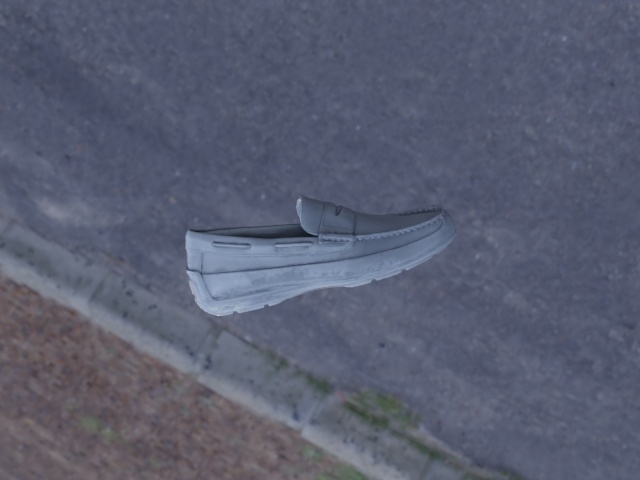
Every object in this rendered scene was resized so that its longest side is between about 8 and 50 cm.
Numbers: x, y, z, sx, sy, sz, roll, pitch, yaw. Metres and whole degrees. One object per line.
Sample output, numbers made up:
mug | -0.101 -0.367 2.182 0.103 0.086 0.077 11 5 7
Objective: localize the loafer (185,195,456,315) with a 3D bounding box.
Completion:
loafer | 0.000 0.000 1.322 0.112 0.319 0.111 -137 34 -76
